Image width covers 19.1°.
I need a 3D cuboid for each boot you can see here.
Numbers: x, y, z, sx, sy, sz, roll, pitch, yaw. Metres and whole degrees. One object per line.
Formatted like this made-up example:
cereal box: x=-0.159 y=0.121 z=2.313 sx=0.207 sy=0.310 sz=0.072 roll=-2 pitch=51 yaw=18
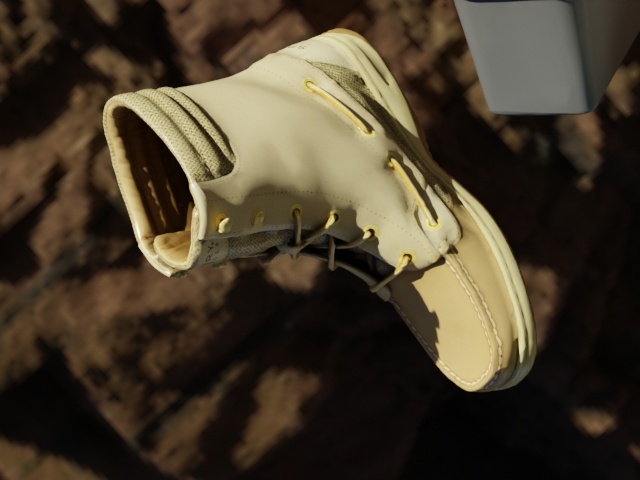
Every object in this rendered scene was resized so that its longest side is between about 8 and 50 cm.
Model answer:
boot: x=0.000 y=0.000 z=1.161 sx=0.203 sy=0.095 sz=0.262 roll=-19 pitch=-105 yaw=-41

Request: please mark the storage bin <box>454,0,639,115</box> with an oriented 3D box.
storage bin: x=0.120 y=-0.124 z=0.920 sx=0.135 sy=0.098 sz=0.091 roll=-55 pitch=-42 yaw=-47
